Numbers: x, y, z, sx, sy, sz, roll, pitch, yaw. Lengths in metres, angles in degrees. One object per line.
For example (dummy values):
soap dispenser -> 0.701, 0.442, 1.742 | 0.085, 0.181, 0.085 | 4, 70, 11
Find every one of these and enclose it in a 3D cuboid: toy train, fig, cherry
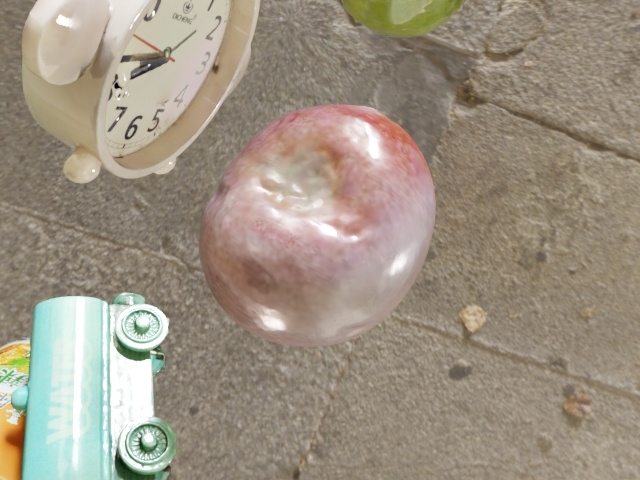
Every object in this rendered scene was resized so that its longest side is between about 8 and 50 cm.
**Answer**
toy train -> -0.230, 0.161, 0.705 | 0.159, 0.248, 0.101 | 4, 141, -21
fig -> 0.089, -0.297, 0.753 | 0.167, 0.233, 0.167 | 6, 120, 11
cherry -> 0.006, -0.001, 0.658 | 0.206, 0.239, 0.239 | 18, 110, 28

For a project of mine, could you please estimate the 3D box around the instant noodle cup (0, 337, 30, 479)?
instant noodle cup -> -0.357, 0.269, 0.811 | 0.296, 0.214, 0.296 | 7, 119, 13

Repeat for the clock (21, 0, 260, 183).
clock -> -0.103, -0.114, 0.407 | 0.063, 0.229, 0.155 | 34, 107, 10
